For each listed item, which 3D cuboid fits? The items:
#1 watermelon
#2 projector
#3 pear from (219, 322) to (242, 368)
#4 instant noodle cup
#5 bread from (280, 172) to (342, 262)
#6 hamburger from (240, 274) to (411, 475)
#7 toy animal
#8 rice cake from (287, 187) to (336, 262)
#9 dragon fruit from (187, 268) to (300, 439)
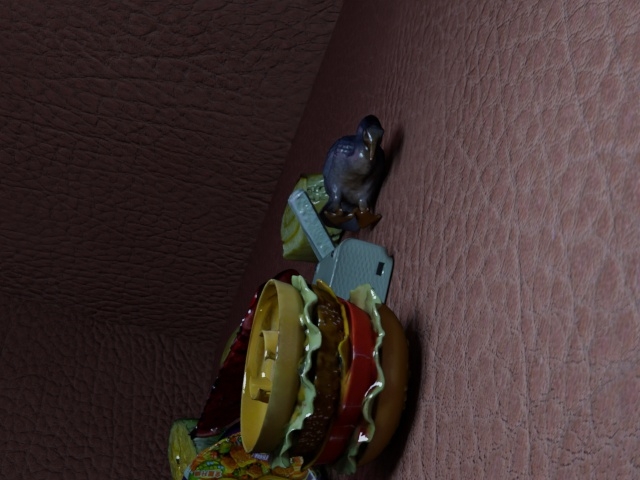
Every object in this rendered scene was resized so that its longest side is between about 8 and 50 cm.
[{"bbox_3d":[-0.223,0.552,2.215,0.331,0.189,0.331,180,90,-67],"label":"watermelon"},{"bbox_3d":[0.029,0.137,1.700,0.198,0.108,0.250,137,147,-75],"label":"projector"},{"bbox_3d":[-0.122,0.273,2.116,0.228,0.188,0.211,134,158,-71],"label":"pear"},{"bbox_3d":[-0.105,0.418,1.675,0.190,0.251,0.251,-78,5,-82],"label":"instant noodle cup"},{"bbox_3d":[-0.006,-0.056,2.219,0.257,0.124,0.186,130,148,-66],"label":"bread"},{"bbox_3d":[0.014,0.189,1.374,0.274,0.212,0.274,-170,90,-78],"label":"hamburger"},{"bbox_3d":[0.063,-0.113,1.891,0.298,0.122,0.185,109,163,-68],"label":"toy animal"},{"bbox_3d":[0.000,0.000,1.904,0.040,0.226,0.085,-30,19,-4],"label":"rice cake"},{"bbox_3d":[-0.083,0.171,1.642,0.282,0.100,0.343,-57,-6,-45],"label":"dragon fruit"}]
